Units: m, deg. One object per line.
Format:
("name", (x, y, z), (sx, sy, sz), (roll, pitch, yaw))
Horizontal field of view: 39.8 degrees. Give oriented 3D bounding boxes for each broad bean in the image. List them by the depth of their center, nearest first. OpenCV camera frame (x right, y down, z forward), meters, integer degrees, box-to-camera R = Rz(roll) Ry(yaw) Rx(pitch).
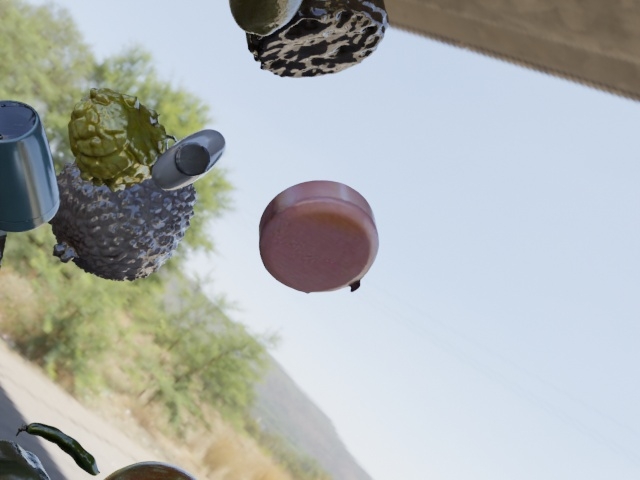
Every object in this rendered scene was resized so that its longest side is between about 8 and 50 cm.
("broad bean", (-0.626, 0.500, 2.151), (0.227, 0.069, 0.039), (34, 14, -13))

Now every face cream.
("face cream", (-0.221, -0.138, 1.493), (0.071, 0.144, 0.291), (55, -8, -10))

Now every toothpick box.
("toothpick box", (-0.453, -0.111, 1.304), (0.120, 0.120, 0.184), (39, -37, 23))

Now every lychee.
("lychee", (-0.541, -0.070, 2.411), (0.380, 0.432, 0.380), (36, -33, 28))

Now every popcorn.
("popcorn", (-0.454, -0.234, 2.022), (0.225, 0.249, 0.249), (-7, -32, 14))

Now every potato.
("potato", (-0.091, -0.473, 1.567), (0.159, 0.174, 0.251), (31, -49, 20))

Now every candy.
("candy", (0.000, 0.000, 1.778), (0.255, 0.255, 0.094), (52, 18, -35))

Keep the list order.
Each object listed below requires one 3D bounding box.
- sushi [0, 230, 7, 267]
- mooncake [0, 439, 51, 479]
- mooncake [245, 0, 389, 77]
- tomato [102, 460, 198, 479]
("sushi", (-0.683, 0.019, 1.595), (0.059, 0.292, 0.294), (0, -16, 15))
("mooncake", (-0.772, 0.621, 1.988), (0.187, 0.351, 0.351), (29, -19, 50))
("mooncake", (-0.013, -0.483, 1.882), (0.324, 0.324, 0.187), (90, -11, -73))
("tomato", (-0.315, 0.504, 1.534), (0.223, 0.270, 0.270), (52, -8, 24))
